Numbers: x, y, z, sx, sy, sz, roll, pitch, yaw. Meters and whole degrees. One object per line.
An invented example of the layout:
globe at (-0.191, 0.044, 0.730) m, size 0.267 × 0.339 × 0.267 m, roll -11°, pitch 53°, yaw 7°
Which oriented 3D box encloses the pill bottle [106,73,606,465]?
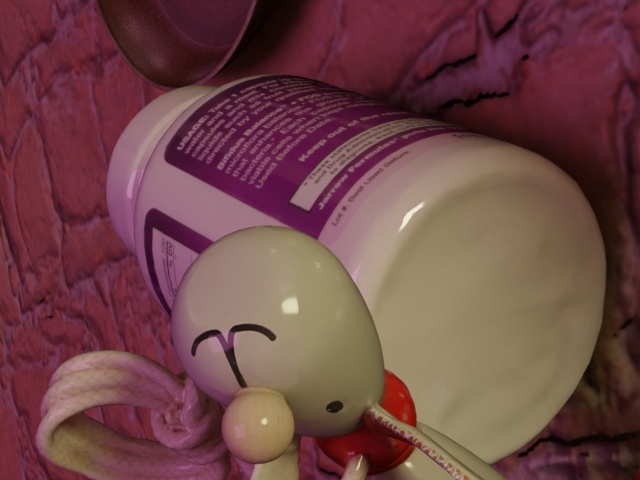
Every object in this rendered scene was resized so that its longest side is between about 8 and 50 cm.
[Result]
pill bottle at (0.000, 0.000, 0.807) m, size 0.301 × 0.169 × 0.169 m, roll 27°, pitch 119°, yaw 53°

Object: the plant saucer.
plant saucer at (-0.091, -0.260, 1.009) m, size 0.310 × 0.050 × 0.310 m, roll 20°, pitch 115°, yaw 55°

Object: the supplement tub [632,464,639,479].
supplement tub at (0.210, 0.081, 0.545) m, size 0.198 × 0.106 × 0.106 m, roll -52°, pitch 54°, yaw 49°

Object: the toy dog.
toy dog at (0.037, 0.155, 0.616) m, size 0.220 × 0.334 × 0.161 m, roll -36°, pitch 33°, yaw 36°
